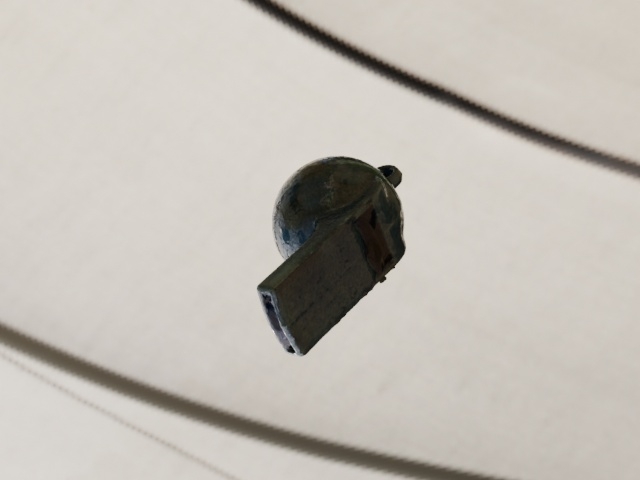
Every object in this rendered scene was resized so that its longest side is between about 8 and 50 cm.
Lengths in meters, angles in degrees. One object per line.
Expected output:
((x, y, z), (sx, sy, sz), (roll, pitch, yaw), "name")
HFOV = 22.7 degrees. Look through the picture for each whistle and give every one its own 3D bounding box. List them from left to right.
((0.000, 0.000, 0.972), (0.158, 0.090, 0.090), (-43, -64, -33), "whistle")
